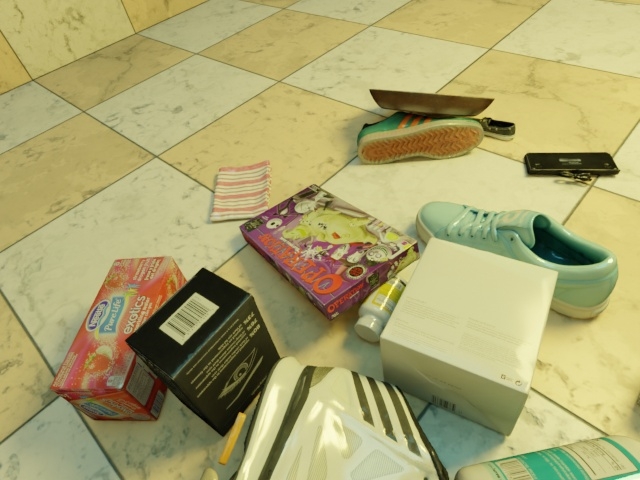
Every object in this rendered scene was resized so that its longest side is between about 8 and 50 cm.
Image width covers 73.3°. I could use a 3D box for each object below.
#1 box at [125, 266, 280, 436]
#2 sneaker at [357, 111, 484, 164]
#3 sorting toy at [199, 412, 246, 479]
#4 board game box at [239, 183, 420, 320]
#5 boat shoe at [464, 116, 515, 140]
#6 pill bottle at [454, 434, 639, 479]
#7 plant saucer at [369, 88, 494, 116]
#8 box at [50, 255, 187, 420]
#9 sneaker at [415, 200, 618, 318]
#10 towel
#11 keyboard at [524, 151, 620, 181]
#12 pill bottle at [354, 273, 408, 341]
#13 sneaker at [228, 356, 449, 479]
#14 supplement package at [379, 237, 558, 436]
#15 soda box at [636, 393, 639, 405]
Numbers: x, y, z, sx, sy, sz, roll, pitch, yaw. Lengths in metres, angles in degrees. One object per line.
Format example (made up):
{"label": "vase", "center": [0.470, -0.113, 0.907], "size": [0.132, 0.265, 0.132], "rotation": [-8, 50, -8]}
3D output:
{"label": "box", "center": [-0.163, 0.172, 0.653], "size": [0.108, 0.207, 0.153], "rotation": [23, 54, 29]}
{"label": "sneaker", "center": [0.240, -0.271, 1.061], "size": [0.302, 0.108, 0.121], "rotation": [-4, 51, 10]}
{"label": "sorting toy", "center": [-0.178, 0.363, 0.490], "size": [0.047, 0.196, 0.348], "rotation": [23, 51, -1]}
{"label": "board game box", "center": [0.000, 0.000, 0.851], "size": [0.208, 0.056, 0.347], "rotation": [-36, 39, -16]}
{"label": "boat shoe", "center": [0.425, -0.293, 1.091], "size": [0.142, 0.040, 0.049], "rotation": [24, 56, 29]}
{"label": "pill bottle", "center": [0.298, 0.307, 0.477], "size": [0.264, 0.146, 0.146], "rotation": [-12, 46, 0]}
{"label": "plant saucer", "center": [0.276, -0.351, 1.094], "size": [0.310, 0.050, 0.311], "rotation": [5, 19, -2]}
{"label": "box", "center": [-0.324, 0.164, 0.747], "size": [0.122, 0.128, 0.257], "rotation": [-3, 47, 8]}
{"label": "sneaker", "center": [0.338, -0.014, 0.770], "size": [0.365, 0.150, 0.135], "rotation": [28, 57, 32]}
{"label": "towel", "center": [-0.195, -0.125, 1.064], "size": [0.144, 0.029, 0.197], "rotation": [-8, 46, 5]}
{"label": "keyboard", "center": [0.557, -0.162, 0.957], "size": [0.180, 0.023, 0.108], "rotation": [2, 41, 14]}
{"label": "pill bottle", "center": [0.106, 0.116, 0.751], "size": [0.065, 0.065, 0.116], "rotation": [19, 53, 26]}
{"label": "sneaker", "center": [0.016, 0.343, 0.482], "size": [0.257, 0.169, 0.448], "rotation": [2, 45, 16]}
{"label": "supplement package", "center": [0.221, 0.136, 0.650], "size": [0.194, 0.149, 0.203], "rotation": [17, 53, 25]}
{"label": "soda box", "center": [0.578, 0.234, 0.529], "size": [0.286, 0.091, 0.098], "rotation": [29, 59, 32]}
